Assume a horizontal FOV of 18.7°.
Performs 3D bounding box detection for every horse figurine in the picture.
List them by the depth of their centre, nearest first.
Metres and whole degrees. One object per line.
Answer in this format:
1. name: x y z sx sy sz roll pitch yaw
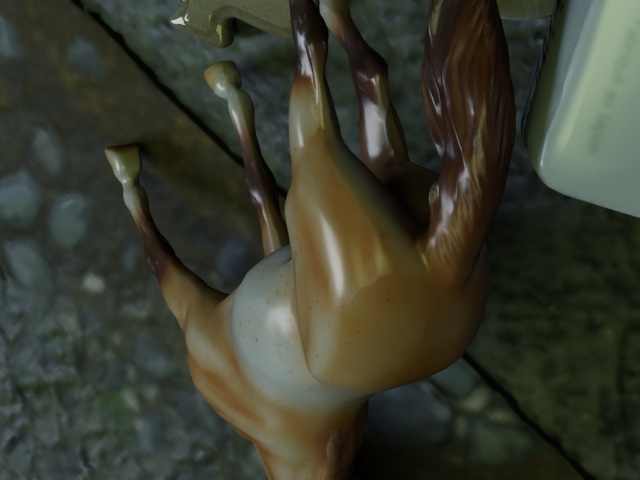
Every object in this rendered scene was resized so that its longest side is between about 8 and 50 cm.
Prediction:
1. horse figurine: 0.000 0.000 0.622 0.263 0.066 0.174 -48 58 56

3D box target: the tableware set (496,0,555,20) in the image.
1. tableware set: 0.104 -0.137 0.581 0.168 0.020 0.141 -3 106 3

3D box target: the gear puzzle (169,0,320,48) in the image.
1. gear puzzle: -0.050 -0.158 0.656 0.339 0.044 0.175 26 113 16

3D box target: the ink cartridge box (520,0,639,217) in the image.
1. ink cartridge box: 0.281 -0.110 0.514 0.385 0.091 0.308 17 111 -1
